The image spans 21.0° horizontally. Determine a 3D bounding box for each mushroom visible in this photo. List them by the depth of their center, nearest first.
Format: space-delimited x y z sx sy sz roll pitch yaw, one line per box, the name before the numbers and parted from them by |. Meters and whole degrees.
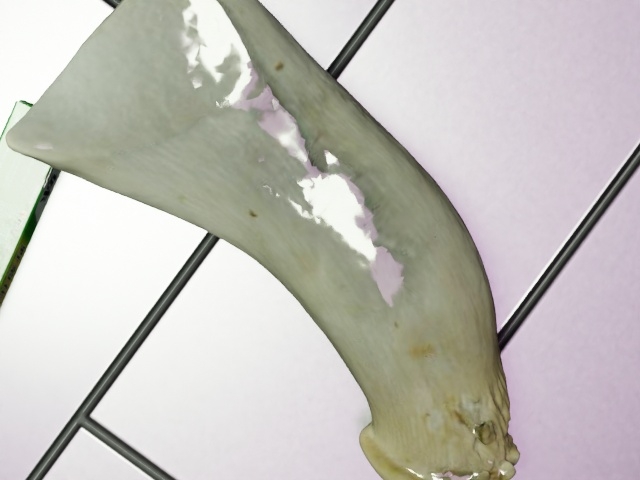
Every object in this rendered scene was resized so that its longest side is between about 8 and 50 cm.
mushroom | 0.001 0.001 1.131 0.397 0.126 0.177 43 98 -3

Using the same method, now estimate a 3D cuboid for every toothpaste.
toothpaste | -0.219 -0.006 1.170 0.043 0.037 0.178 24 92 2
